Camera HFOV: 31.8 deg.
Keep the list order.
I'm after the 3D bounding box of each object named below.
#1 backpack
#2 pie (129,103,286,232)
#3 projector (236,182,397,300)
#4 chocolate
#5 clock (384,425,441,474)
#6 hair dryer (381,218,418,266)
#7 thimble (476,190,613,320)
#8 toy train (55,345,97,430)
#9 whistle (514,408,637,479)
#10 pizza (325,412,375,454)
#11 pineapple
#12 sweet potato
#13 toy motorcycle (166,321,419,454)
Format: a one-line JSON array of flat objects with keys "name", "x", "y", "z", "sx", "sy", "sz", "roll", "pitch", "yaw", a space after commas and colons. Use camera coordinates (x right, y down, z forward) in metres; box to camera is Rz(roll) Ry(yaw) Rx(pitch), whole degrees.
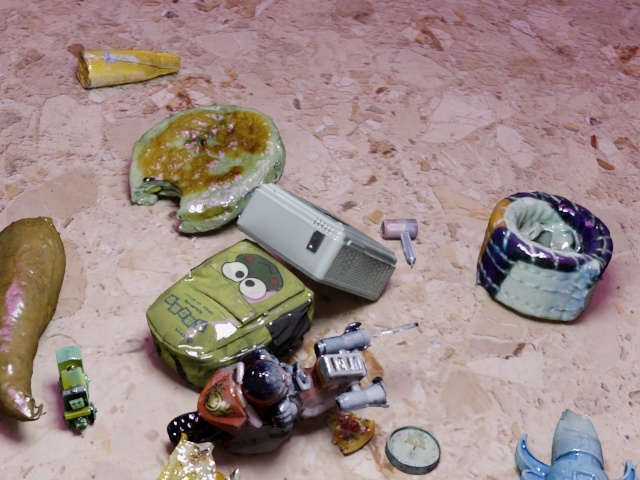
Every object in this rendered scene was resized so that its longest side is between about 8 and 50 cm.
[{"name": "backpack", "x": -0.145, "y": 0.120, "z": 1.756, "sx": 0.253, "sy": 0.140, "sz": 0.207, "roll": -31, "pitch": 52, "yaw": -30}, {"name": "pie", "x": -0.207, "y": -0.143, "z": 2.065, "sx": 0.302, "sy": 0.067, "sz": 0.303, "roll": -4, "pitch": 50, "yaw": 4}, {"name": "projector", "x": 0.000, "y": 0.000, "z": 1.863, "sx": 0.192, "sy": 0.099, "sz": 0.256, "roll": 31, "pitch": 4, "yaw": 27}, {"name": "chocolate", "x": -0.400, "y": -0.370, "z": 2.366, "sx": 0.219, "sy": 0.086, "sz": 0.086, "roll": -11, "pitch": 42, "yaw": -28}, {"name": "clock", "x": 0.138, "y": 0.311, "z": 1.670, "sx": 0.085, "sy": 0.017, "sz": 0.085, "roll": 6, "pitch": 38, "yaw": -5}, {"name": "hair dryer", "x": 0.152, "y": 0.007, "z": 2.050, "sx": 0.063, "sy": 0.037, "sz": 0.114, "roll": -1, "pitch": 46, "yaw": -12}, {"name": "thimble", "x": 0.398, "y": 0.029, "z": 1.983, "sx": 0.237, "sy": 0.150, "sz": 0.237, "roll": 8, "pitch": 38, "yaw": -6}, {"name": "toy train", "x": -0.356, "y": 0.214, "z": 1.630, "sx": 0.050, "sy": 0.081, "sz": 0.122, "roll": -9, "pitch": 41, "yaw": -14}, {"name": "whistle", "x": 0.371, "y": 0.348, "z": 1.630, "sx": 0.180, "sy": 0.093, "sz": 0.269, "roll": 14, "pitch": 32, "yaw": 5}, {"name": "pizza", "x": 0.038, "y": 0.279, "z": 1.680, "sx": 0.078, "sy": 0.025, "sz": 0.083, "roll": 28, "pitch": 42, "yaw": 20}, {"name": "pineapple", "x": -0.170, "y": 0.372, "z": 1.448, "sx": 0.186, "sy": 0.114, "sz": 0.236, "roll": -7, "pitch": 44, "yaw": -22}, {"name": "sweet potato", "x": -0.460, "y": 0.111, "z": 1.701, "sx": 0.130, "sy": 0.130, "sz": 0.423, "roll": 3, "pitch": 42, "yaw": -9}, {"name": "toy motorcycle", "x": -0.018, "y": 0.207, "z": 1.618, "sx": 0.401, "sy": 0.207, "sz": 0.134, "roll": -9, "pitch": 63, "yaw": -25}]
